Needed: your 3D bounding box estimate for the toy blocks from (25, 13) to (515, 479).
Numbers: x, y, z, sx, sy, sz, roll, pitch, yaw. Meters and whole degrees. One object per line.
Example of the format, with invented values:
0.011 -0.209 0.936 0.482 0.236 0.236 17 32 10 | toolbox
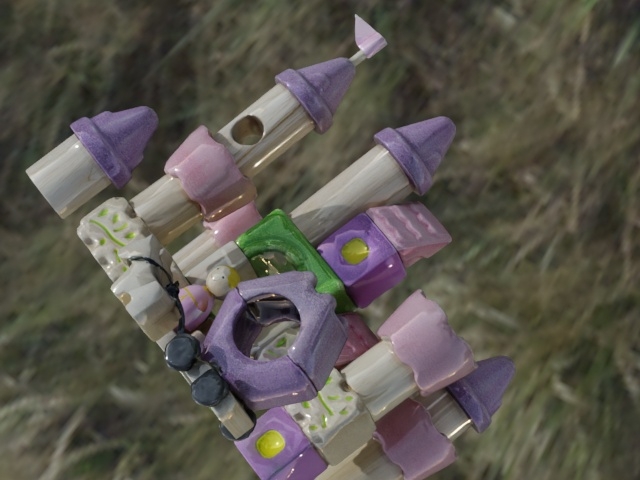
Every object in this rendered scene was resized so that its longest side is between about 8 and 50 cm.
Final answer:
0.000 0.000 1.287 0.288 0.260 0.309 51 175 29 | toy blocks
